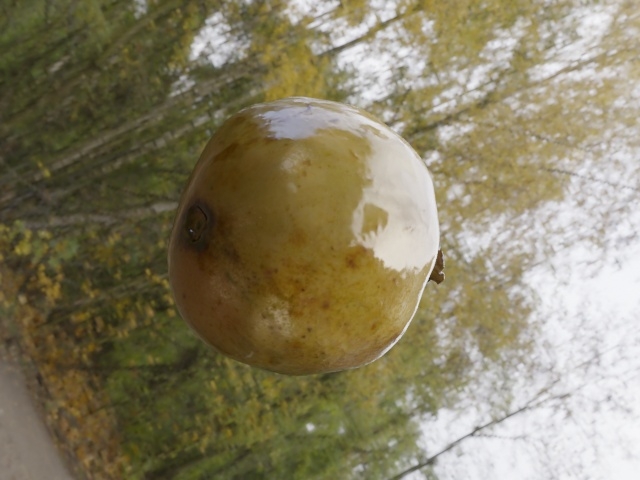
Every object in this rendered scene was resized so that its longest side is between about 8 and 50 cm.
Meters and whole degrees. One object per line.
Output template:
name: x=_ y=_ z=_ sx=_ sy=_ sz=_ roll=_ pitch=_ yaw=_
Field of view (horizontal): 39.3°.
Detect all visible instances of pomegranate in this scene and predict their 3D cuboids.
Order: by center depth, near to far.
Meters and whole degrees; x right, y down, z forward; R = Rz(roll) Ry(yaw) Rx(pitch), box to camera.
pomegranate: x=0.000 y=0.000 z=0.585 sx=0.196 sy=0.196 sz=0.196 roll=60 pitch=-13 yaw=24
